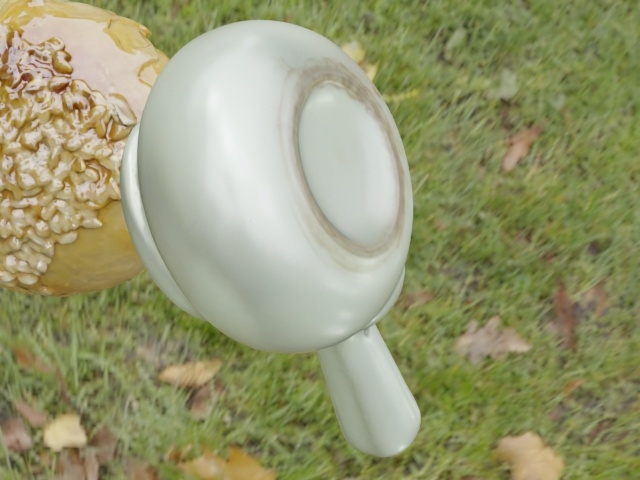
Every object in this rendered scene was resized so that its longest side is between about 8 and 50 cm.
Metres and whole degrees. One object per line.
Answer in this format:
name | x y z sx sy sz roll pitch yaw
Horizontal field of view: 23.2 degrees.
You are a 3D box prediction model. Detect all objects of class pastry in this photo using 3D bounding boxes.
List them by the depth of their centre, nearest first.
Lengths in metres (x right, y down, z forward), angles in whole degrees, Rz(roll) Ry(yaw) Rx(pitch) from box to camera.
pastry | -0.266 -0.078 1.409 0.315 0.184 0.284 2 109 28

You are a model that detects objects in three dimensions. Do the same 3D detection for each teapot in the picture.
teapot | -0.016 0.019 0.989 0.220 0.149 0.318 -32 105 -54
